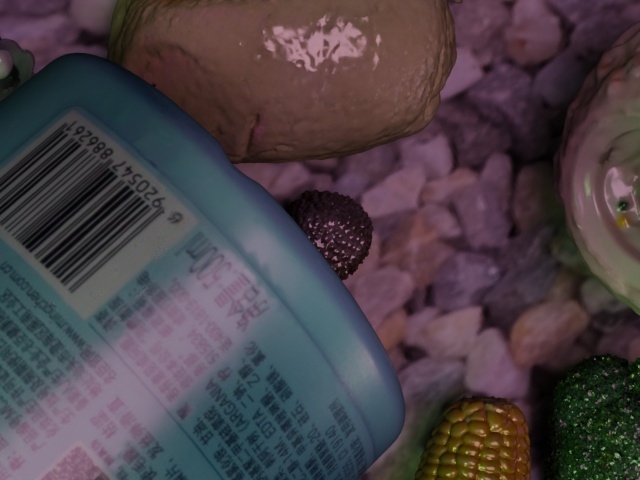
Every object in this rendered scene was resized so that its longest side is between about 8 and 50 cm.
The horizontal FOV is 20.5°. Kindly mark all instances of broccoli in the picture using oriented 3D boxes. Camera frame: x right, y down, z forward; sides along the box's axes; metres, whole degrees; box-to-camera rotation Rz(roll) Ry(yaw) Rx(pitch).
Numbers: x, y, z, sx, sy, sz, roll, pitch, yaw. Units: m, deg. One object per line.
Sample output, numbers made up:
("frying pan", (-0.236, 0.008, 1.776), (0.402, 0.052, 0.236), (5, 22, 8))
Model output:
("broccoli", (0.256, 0.166, 1.324), (0.156, 0.195, 0.195), (-12, 97, -39))

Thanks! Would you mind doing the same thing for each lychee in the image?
("lychee", (0.000, 0.000, 1.273), (0.083, 0.068, 0.067), (-19, 139, -20))

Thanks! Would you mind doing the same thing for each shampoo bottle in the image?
("shampoo bottle", (-0.173, 0.109, 1.075), (0.342, 0.331, 0.331), (-42, 105, -13))

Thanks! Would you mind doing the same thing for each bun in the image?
("bun", (-0.017, -0.127, 1.195), (0.244, 0.244, 0.153), (-16, 119, -18))

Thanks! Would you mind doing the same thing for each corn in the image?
("corn", (0.090, 0.253, 1.285), (0.101, 0.101, 0.292), (18, 82, -19))

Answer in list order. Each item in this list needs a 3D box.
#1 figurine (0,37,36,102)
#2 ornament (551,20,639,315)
("figurine", (-0.238, -0.116, 1.176), (0.086, 0.094, 0.082), (-23, 143, 10))
("ornament", (0.304, -0.053, 1.281), (0.225, 0.259, 0.259), (-16, 98, -34))
